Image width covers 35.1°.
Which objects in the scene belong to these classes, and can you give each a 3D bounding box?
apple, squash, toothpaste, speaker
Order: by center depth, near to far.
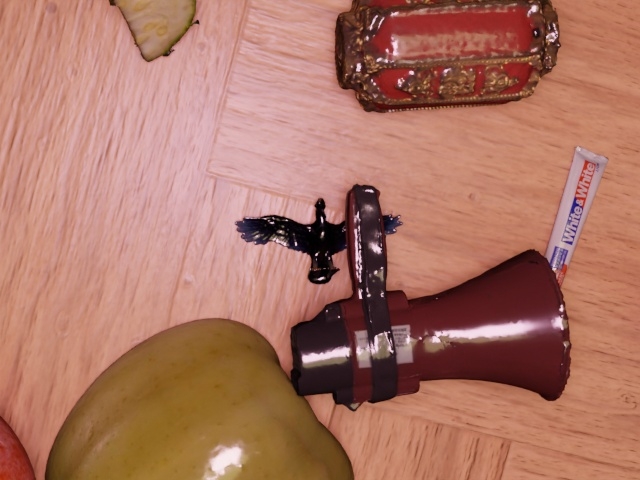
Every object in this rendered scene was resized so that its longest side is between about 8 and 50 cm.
[{"bbox_3d":[0.130,0.080,1.243,0.329,0.198,0.259,-1,113,-11],"label":"speaker"},{"bbox_3d":[-0.247,-0.401,1.271,0.111,0.203,0.289,-25,61,-2],"label":"squash"},{"bbox_3d":[-0.157,0.317,1.312,0.360,0.312,0.320,-36,53,-3],"label":"apple"},{"bbox_3d":[0.333,-0.017,1.364,0.052,0.033,0.218,19,88,-11],"label":"toothpaste"}]

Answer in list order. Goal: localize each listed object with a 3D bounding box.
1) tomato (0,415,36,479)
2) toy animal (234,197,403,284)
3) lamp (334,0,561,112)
[{"bbox_3d":[-0.463,0.320,1.194,0.265,0.265,0.265,0,95,-6],"label":"tomato"},{"bbox_3d":[0.000,0.000,1.323,0.220,0.062,0.108,-4,78,-4],"label":"toy animal"},{"bbox_3d":[0.154,-0.245,1.259,0.274,0.177,0.177,-6,95,-5],"label":"lamp"}]
